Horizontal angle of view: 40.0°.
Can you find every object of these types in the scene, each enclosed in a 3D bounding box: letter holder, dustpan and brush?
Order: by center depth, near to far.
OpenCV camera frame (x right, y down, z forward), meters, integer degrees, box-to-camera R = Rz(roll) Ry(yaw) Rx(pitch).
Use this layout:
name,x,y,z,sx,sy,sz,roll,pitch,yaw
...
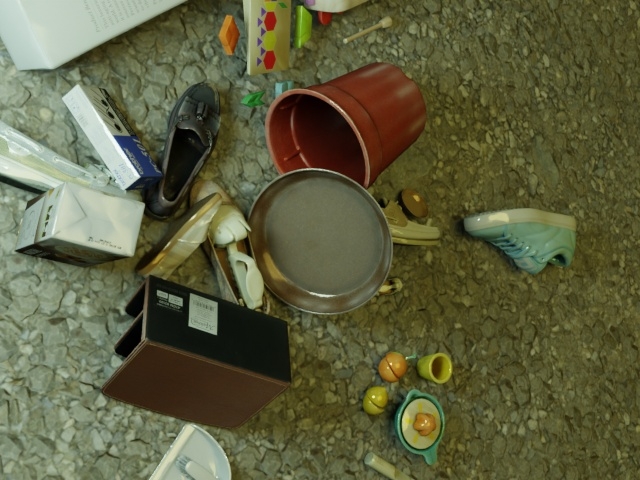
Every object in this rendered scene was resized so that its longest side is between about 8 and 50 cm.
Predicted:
name,x,y,z,sx,sy,sz,roll,pitch,yaw
letter holder,-0.240,0.225,1.673,0.302,0.214,0.152,22,41,-28
dustpan and brush,-0.208,0.471,1.698,0.211,0.060,0.147,43,64,-21

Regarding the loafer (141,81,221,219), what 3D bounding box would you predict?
name,x,y,z,sx,sy,sz,roll,pitch,yaw
loafer,-0.257,-0.182,1.723,0.109,0.095,0.303,26,71,-21

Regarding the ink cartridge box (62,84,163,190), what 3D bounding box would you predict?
name,x,y,z,sx,sy,sz,roll,pitch,yaw
ink cartridge box,-0.380,-0.189,1.616,0.207,0.046,0.097,56,16,6

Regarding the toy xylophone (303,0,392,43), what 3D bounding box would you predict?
name,x,y,z,sx,sy,sz,roll,pitch,yaw
toy xylophone,0.085,-0.576,1.965,0.322,0.081,0.236,-27,132,-47

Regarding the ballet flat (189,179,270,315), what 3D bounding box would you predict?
name,x,y,z,sx,sy,sz,roll,pitch,yaw
ballet flat,-0.168,0.022,1.751,0.107,0.106,0.316,-23,96,-31

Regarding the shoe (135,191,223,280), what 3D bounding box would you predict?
name,x,y,z,sx,sy,sz,roll,pitch,yaw
shoe,-0.262,-0.003,1.694,0.219,0.076,0.058,-46,112,-2

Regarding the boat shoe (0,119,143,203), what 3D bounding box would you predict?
name,x,y,z,sx,sy,sz,roll,pitch,yaw
boat shoe,-0.464,-0.125,1.578,0.320,0.118,0.103,19,78,-22

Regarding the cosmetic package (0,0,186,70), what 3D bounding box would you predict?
name,x,y,z,sx,sy,sz,roll,pitch,yaw
cosmetic package,-0.389,-0.511,1.618,0.453,0.161,0.230,-37,119,-31

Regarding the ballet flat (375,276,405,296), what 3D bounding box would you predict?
name,x,y,z,sx,sy,sz,roll,pitch,yaw
ballet flat,0.156,0.106,1.988,0.114,0.041,0.041,-10,90,-33

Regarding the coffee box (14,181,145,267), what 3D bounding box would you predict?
name,x,y,z,sx,sy,sz,roll,pitch,yaw
coffee box,-0.420,-0.022,1.512,0.141,0.246,0.098,17,75,-31

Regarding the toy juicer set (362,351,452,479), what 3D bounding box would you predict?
name,x,y,z,sx,sy,sz,roll,pitch,yaw
toy juicer set,0.190,0.402,1.944,0.209,0.089,0.329,15,77,-31

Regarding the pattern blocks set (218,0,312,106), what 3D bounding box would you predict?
name,x,y,z,sx,sy,sz,roll,pitch,yaw
pattern blocks set,-0.109,-0.436,1.797,0.285,0.026,0.325,-11,111,-55

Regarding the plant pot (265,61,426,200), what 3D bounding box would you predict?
name,x,y,z,sx,sy,sz,roll,pitch,yaw
plant pot,0.071,-0.239,1.862,0.265,0.272,0.272,-37,104,-39

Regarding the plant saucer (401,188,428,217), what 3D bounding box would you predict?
name,x,y,z,sx,sy,sz,roll,pitch,yaw
plant saucer,0.217,-0.083,2.049,0.083,0.015,0.083,26,43,-27

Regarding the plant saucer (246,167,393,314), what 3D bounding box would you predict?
name,x,y,z,sx,sy,sz,roll,pitch,yaw
plant saucer,0.000,0.000,1.784,0.311,0.310,0.050,64,23,-10

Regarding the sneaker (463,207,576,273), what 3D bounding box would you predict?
name,x,y,z,sx,sy,sz,roll,pitch,yaw
sneaker,0.508,0.005,2.170,0.366,0.135,0.150,4,79,-31

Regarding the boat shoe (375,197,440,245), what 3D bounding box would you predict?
name,x,y,z,sx,sy,sz,roll,pitch,yaw
boat shoe,0.143,-0.044,1.955,0.302,0.113,0.103,6,86,-31
